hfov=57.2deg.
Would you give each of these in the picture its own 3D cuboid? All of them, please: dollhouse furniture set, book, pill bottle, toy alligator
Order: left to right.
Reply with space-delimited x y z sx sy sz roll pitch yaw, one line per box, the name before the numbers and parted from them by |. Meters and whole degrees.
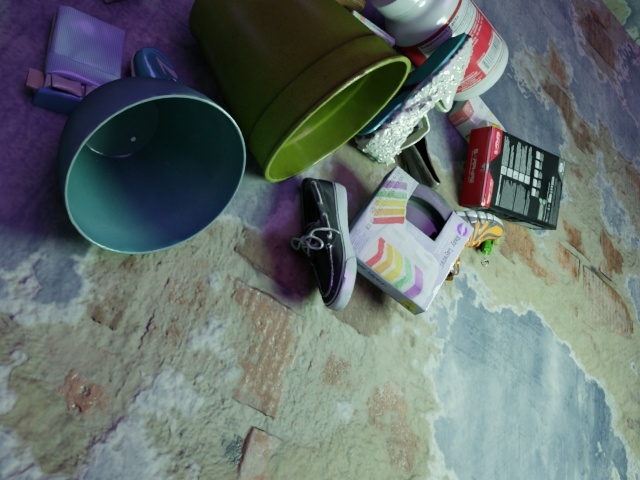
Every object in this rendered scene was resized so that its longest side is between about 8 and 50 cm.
dollhouse furniture set | -0.420 -0.389 0.982 0.304 0.198 0.286 17 62 -34
book | 0.112 -0.536 1.555 0.144 0.096 0.035 25 57 -30
pill bottle | 0.327 -0.587 1.623 0.408 0.229 0.228 31 54 -39
toy alligator | 0.472 0.009 1.653 0.051 0.056 0.189 74 28 -50
pill bottle | 0.507 -0.326 1.737 0.083 0.043 0.043 12 65 -33

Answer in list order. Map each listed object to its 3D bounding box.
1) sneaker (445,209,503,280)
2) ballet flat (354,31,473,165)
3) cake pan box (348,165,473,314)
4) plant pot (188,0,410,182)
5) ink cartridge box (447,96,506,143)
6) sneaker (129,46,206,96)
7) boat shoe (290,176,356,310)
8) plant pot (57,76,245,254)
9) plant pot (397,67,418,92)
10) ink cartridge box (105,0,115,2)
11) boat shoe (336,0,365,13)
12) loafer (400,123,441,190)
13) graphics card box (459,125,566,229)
sneaker | 0.345 0.018 1.510 0.321 0.125 0.179 4 73 -27
ballet flat | 0.252 -0.348 1.494 0.409 0.147 0.147 -45 104 -8
cake pan box | 0.197 -0.005 1.347 0.246 0.070 0.266 40 66 -7
plant pot | -0.072 -0.368 1.195 0.367 0.366 0.353 -32 81 -43
ink cartridge box | 0.492 -0.346 1.807 0.198 0.067 0.115 46 51 -14
sneaker | -0.254 -0.256 1.122 0.275 0.110 0.107 56 46 -6
boat shoe | 0.002 -0.002 1.226 0.105 0.113 0.306 14 60 -28
plant pot | -0.297 -0.150 0.961 0.290 0.290 0.195 -6 41 -41
plant pot | 0.263 -0.413 1.641 0.081 0.082 0.083 32 65 -26
ink cartridge box | -0.406 -0.589 1.111 0.087 0.153 0.208 -39 99 -43
boat shoe | -0.021 -0.604 1.475 0.308 0.111 0.104 3 78 -26
loafer | 0.260 -0.245 1.560 0.096 0.084 0.267 -1 73 -39
graphics card box | 0.578 -0.175 1.744 0.371 0.094 0.232 12 85 -35
